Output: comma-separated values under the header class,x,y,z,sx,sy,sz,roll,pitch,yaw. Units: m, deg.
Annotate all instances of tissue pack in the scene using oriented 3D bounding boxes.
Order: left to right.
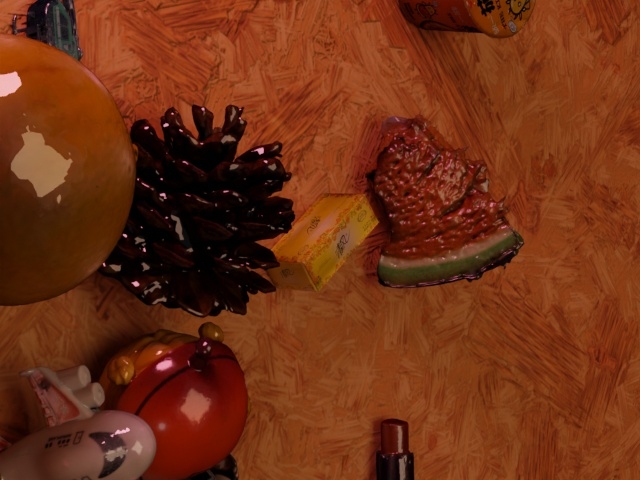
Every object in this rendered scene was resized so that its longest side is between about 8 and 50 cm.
class,x,y,z,sx,sy,sz,roll,pitch,yaw
tissue pack,0.000,0.000,2.155,0.176,0.095,0.062,-49,124,-32

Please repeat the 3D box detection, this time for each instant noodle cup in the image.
class,x,y,z,sx,sy,sz,roll,pitch,yaw
instant noodle cup,0.239,-0.442,2.322,0.215,0.172,0.216,-4,95,-46

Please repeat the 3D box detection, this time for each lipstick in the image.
class,x,y,z,sx,sy,sz,roll,pitch,yaw
lipstick,0.128,0.451,2.327,0.081,0.081,0.300,1,89,-46

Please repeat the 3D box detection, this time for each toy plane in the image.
class,x,y,z,sx,sy,sz,roll,pitch,yaw
toy plane,-0.345,-0.227,1.805,0.096,0.060,0.235,-4,86,-59
toy plane,-0.326,0.280,1.742,0.118,0.252,0.252,-9,100,-77

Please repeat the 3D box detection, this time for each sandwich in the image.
class,x,y,z,sx,sy,sz,roll,pitch,yaw
sandwich,0.178,-0.071,2.307,0.162,0.250,0.301,-89,158,-76

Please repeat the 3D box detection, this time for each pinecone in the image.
class,x,y,z,sx,sy,sz,roll,pitch,yaw
pinecone,-0.162,-0.045,1.877,0.298,0.242,0.296,15,84,-40

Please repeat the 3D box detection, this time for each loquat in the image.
class,x,y,z,sx,sy,sz,roll,pitch,yaw
loquat,-0.365,-0.094,1.619,0.328,0.328,0.359,66,31,-26

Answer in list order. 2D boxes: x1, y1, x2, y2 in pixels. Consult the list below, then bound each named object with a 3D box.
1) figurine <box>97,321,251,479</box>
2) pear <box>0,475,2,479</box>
class,x,y,z,sx,sy,sz,roll,pitch,yaw
figurine,-0.200,0.261,1.888,0.320,0.196,0.323,-23,119,-42
pear,-0.495,0.295,1.533,0.294,0.294,0.294,-4,95,-46
